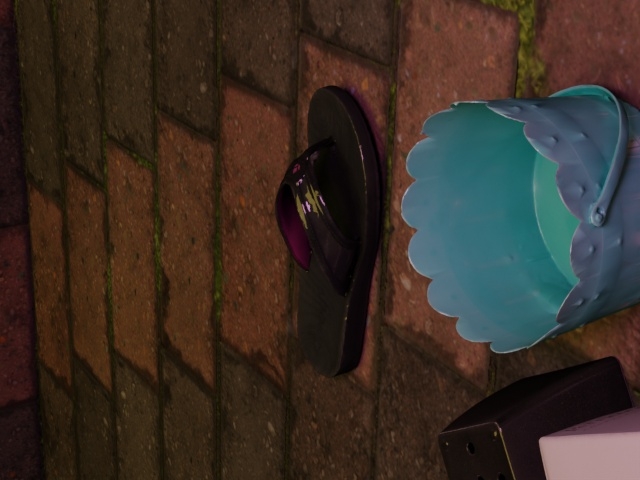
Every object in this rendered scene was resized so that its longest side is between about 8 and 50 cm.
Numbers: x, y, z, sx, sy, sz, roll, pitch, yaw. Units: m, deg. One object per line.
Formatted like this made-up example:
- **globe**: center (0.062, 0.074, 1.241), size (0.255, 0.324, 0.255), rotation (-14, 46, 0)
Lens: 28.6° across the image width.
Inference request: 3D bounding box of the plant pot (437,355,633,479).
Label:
- **plant pot**: center (0.246, 0.254, 1.433), size (0.188, 0.167, 0.187), rotation (-28, 75, 60)

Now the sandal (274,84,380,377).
- **sandal**: center (0.001, 0.002, 1.811), size (0.167, 0.107, 0.446), rotation (32, 126, 51)

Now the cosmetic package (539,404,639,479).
- **cosmetic package**: center (0.424, 0.207, 1.058), size (0.453, 0.230, 0.162), rotation (-20, 83, 59)

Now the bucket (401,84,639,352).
- **bucket**: center (0.236, -0.029, 1.332), size (0.281, 0.183, 0.281), rotation (27, 123, 52)
